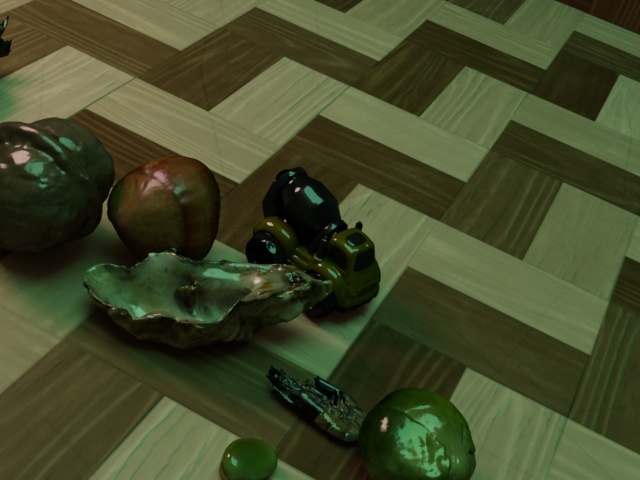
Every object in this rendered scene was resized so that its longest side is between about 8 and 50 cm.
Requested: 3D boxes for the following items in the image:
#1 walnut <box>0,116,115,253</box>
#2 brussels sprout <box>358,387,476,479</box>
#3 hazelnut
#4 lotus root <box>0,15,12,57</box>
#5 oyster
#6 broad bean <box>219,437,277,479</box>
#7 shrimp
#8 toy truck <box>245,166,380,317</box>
[{"bbox_3d":[-0.407,-0.083,1.380,0.224,0.224,0.224,11,37,-8],"label":"walnut"},{"bbox_3d":[0.125,0.265,1.229,0.155,0.117,0.155,9,59,-15],"label":"brussels sprout"},{"bbox_3d":[-0.233,-0.044,1.430,0.182,0.182,0.182,11,37,-8],"label":"hazelnut"},{"bbox_3d":[-0.641,-0.312,1.649,0.154,0.154,0.278,22,38,7],"label":"lotus root"},{"bbox_3d":[-0.157,0.089,1.352,0.341,0.110,0.166,-5,36,-22],"label":"oyster"},{"bbox_3d":[-0.092,0.276,1.189,0.083,0.045,0.063,-13,47,-44],"label":"broad bean"},{"bbox_3d":[-0.002,0.222,1.308,0.161,0.034,0.091,33,27,10],"label":"shrimp"},{"bbox_3d":[0.000,0.000,1.476,0.147,0.165,0.224,-23,52,-41],"label":"toy truck"}]
